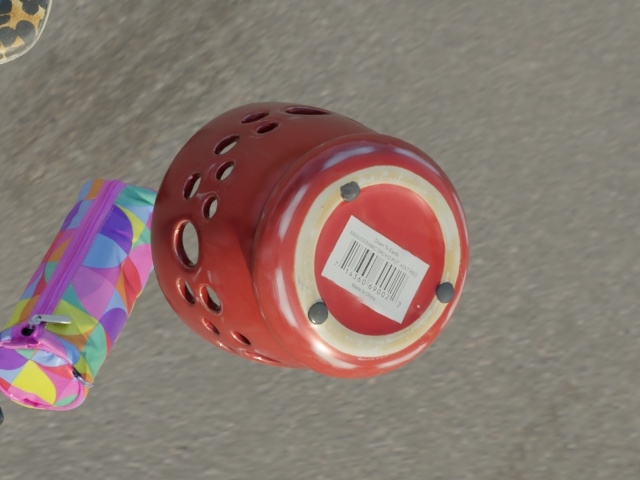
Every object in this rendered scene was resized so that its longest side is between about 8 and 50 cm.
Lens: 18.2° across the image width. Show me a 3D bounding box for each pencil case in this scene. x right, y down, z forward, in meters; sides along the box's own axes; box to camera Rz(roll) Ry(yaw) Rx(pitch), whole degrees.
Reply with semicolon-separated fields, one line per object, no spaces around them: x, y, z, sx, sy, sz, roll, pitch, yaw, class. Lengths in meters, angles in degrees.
-0.212;0.045;1.781;0.104;0.104;0.236;36;45;-14;pencil case

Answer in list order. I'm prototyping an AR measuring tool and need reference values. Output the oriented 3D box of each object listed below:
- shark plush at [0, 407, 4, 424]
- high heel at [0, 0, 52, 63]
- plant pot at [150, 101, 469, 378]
-0.164;0.003;0.671;0.161;0.067;0.073;31;52;2;shark plush
-0.333;-0.204;1.696;0.186;0.093;0.261;23;87;-29;high heel
0.000;0.000;1.409;0.191;0.174;0.191;-4;97;-31;plant pot
